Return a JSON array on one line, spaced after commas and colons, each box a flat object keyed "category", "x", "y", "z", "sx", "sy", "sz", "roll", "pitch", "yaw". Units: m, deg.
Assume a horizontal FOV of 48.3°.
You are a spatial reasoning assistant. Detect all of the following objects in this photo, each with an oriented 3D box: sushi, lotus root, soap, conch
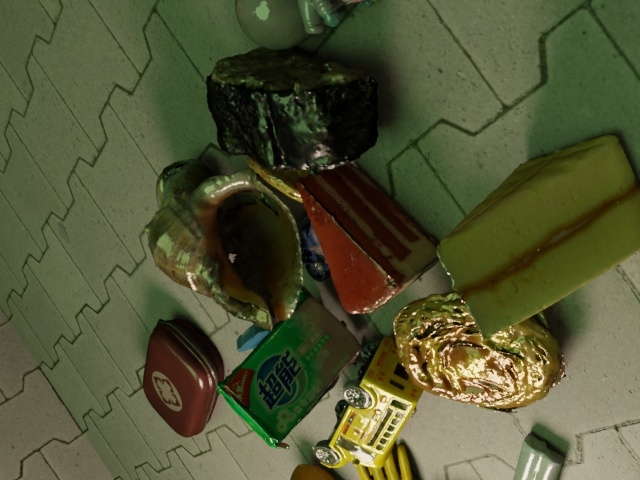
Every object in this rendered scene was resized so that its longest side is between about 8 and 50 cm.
[{"category": "sushi", "x": -0.059, "y": -0.232, "z": 1.214, "sx": 0.350, "sy": 0.211, "sz": 0.171, "roll": 24, "pitch": 136, "yaw": 45}, {"category": "lotus root", "x": -0.267, "y": -0.030, "z": 1.612, "sx": 0.158, "sy": 0.140, "sz": 0.322, "roll": 29, "pitch": 140, "yaw": 53}, {"category": "soap", "x": -0.063, "y": 0.251, "z": 1.422, "sx": 0.218, "sy": 0.273, "sz": 0.098, "roll": 44, "pitch": 158, "yaw": 3}, {"category": "conch", "x": -0.164, "y": 0.003, "z": 1.430, "sx": 0.352, "sy": 0.210, "sz": 0.297, "roll": 44, "pitch": 111, "yaw": -3}]

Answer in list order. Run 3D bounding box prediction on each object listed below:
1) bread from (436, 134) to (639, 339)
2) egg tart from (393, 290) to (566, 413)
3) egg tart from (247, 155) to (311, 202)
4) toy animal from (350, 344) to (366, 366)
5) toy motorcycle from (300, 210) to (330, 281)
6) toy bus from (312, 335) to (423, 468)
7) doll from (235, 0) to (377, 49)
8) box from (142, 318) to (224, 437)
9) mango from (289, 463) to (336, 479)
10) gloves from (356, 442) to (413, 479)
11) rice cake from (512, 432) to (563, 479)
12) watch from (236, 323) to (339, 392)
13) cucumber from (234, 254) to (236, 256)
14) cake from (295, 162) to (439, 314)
[{"category": "bread", "x": 0.307, "y": -0.001, "z": 0.948, "sx": 0.163, "sy": 0.264, "sz": 0.168, "roll": -18, "pitch": 106, "yaw": 51}, {"category": "egg tart", "x": 0.271, "y": 0.168, "z": 1.211, "sx": 0.297, "sy": 0.132, "sz": 0.297, "roll": 18, "pitch": 133, "yaw": 20}, {"category": "egg tart", "x": -0.049, "y": -0.127, "z": 1.330, "sx": 0.191, "sy": 0.191, "sz": 0.074, "roll": 34, "pitch": 101, "yaw": 26}, {"category": "toy animal", "x": 0.081, "y": 0.254, "z": 1.523, "sx": 0.050, "sy": 0.028, "sz": 0.084, "roll": 57, "pitch": 142, "yaw": 14}, {"category": "toy motorcycle", "x": 0.000, "y": 0.000, "z": 1.406, "sx": 0.114, "sy": 0.076, "sz": 0.205, "roll": 50, "pitch": 145, "yaw": 16}, {"category": "toy bus", "x": 0.104, "y": 0.356, "z": 1.471, "sx": 0.152, "sy": 0.144, "sz": 0.330, "roll": 26, "pitch": 132, "yaw": 8}, {"category": "doll", "x": -0.009, "y": -0.396, "z": 1.112, "sx": 0.287, "sy": 0.151, "sz": 0.151, "roll": -9, "pitch": 108, "yaw": 44}, {"category": "box", "x": -0.401, "y": 0.401, "z": 2.050, "sx": 0.263, "sy": 0.108, "sz": 0.404, "roll": 41, "pitch": 138, "yaw": 19}, {"category": "mango", "x": 0.023, "y": 0.721, "z": 1.770, "sx": 0.199, "sy": 0.201, "sz": 0.350, "roll": -39, "pitch": 75, "yaw": 21}, {"category": "gloves", "x": 0.169, "y": 0.563, "z": 1.600, "sx": 0.133, "sy": 0.116, "sz": 0.294, "roll": -21, "pitch": 90, "yaw": 22}, {"category": "rice cake", "x": 0.396, "y": 0.457, "z": 1.324, "sx": 0.080, "sy": 0.042, "sz": 0.222, "roll": 27, "pitch": 131, "yaw": 34}, {"category": "watch", "x": -0.063, "y": 0.264, "z": 1.552, "sx": 0.211, "sy": 0.211, "sz": 0.193, "roll": -50, "pitch": 59, "yaw": 49}, {"category": "cucumber", "x": -0.163, "y": 0.032, "z": 1.624, "sx": 0.067, "sy": 0.035, "sz": 0.107, "roll": 36, "pitch": 132, "yaw": 39}, {"category": "cake", "x": 0.066, "y": -0.001, "z": 1.276, "sx": 0.262, "sy": 0.158, "sz": 0.159, "roll": 47, "pitch": 138, "yaw": 16}]
